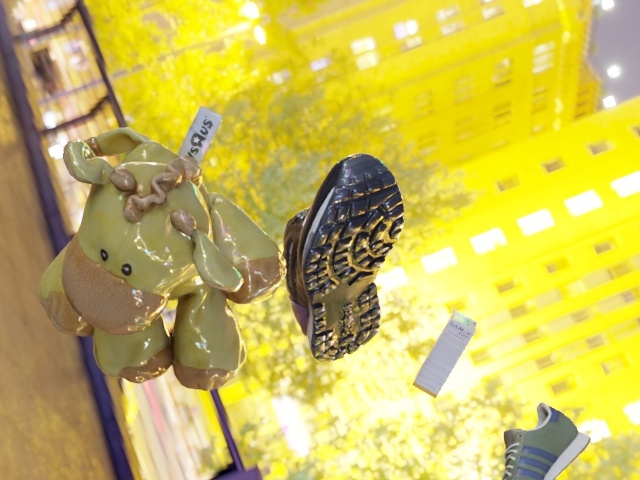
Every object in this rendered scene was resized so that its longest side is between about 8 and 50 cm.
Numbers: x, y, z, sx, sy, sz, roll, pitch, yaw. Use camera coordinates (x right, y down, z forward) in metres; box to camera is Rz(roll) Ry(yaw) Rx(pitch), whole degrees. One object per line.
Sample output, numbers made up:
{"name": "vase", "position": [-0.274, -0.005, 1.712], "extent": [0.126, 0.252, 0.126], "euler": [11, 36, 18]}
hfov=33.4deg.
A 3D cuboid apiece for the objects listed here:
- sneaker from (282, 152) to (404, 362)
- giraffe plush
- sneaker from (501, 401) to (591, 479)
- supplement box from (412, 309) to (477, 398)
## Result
{"name": "sneaker", "position": [0.000, 0.000, 1.081], "extent": [0.124, 0.107, 0.283], "euler": [56, -26, 32]}
{"name": "giraffe plush", "position": [-0.112, 0.005, 0.726], "extent": [0.170, 0.181, 0.210], "euler": [-107, -154, -87]}
{"name": "sneaker", "position": [0.256, 0.282, 1.357], "extent": [0.086, 0.192, 0.064], "euler": [47, -29, 9]}
{"name": "supplement box", "position": [0.155, 0.140, 1.321], "extent": [0.036, 0.098, 0.062], "euler": [30, 13, 6]}
